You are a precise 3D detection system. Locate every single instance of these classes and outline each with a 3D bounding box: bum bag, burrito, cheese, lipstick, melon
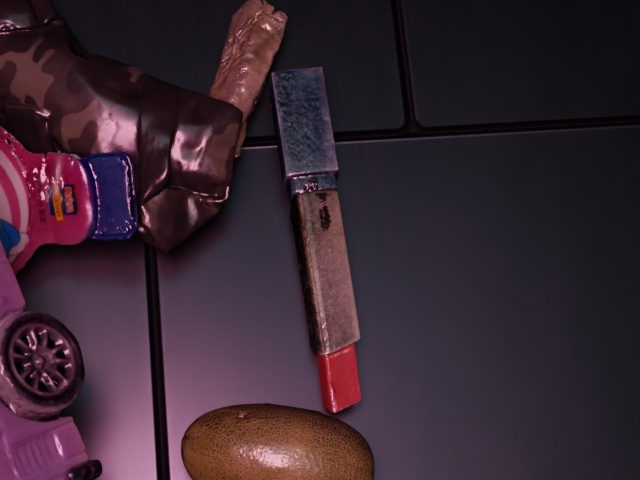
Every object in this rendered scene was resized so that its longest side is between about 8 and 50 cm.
[{"bbox_3d":[-0.222,-0.125,1.139,0.340,0.095,0.144,31,82,10],"label":"bum bag"},{"bbox_3d":[-0.074,-0.147,1.182,0.051,0.042,0.171,7,64,28],"label":"burrito"},{"bbox_3d":[-0.273,-0.032,1.090,0.244,0.062,0.155,-2,97,13],"label":"cheese"},{"bbox_3d":[0.000,0.000,1.143,0.051,0.051,0.312,-7,75,-9],"label":"lipstick"},{"bbox_3d":[-0.035,0.182,1.054,0.162,0.099,0.099,10,72,0],"label":"melon"}]

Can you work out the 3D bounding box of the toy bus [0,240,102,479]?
[{"bbox_3d":[-0.372,0.025,0.943,0.249,0.209,0.440,-17,83,-51],"label":"toy bus"}]
